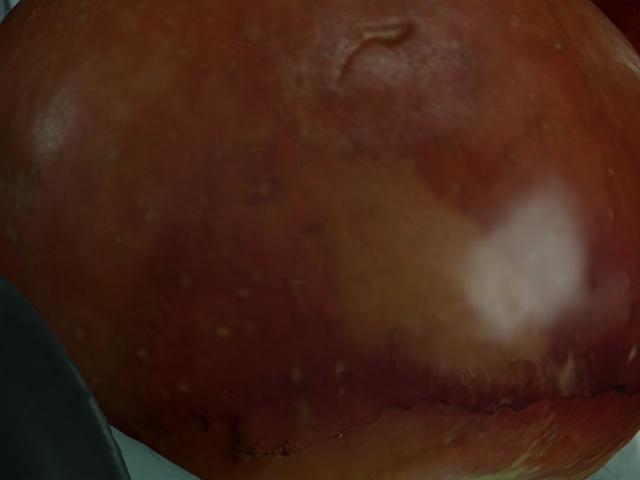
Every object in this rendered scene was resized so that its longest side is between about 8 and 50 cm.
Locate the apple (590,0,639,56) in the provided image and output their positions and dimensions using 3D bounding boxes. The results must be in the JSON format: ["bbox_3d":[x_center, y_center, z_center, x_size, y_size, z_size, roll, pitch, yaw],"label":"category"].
[{"bbox_3d":[0.171,-0.054,1.039,0.181,0.181,0.168,59,40,-46],"label":"apple"}]

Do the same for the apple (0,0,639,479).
[{"bbox_3d":[0.000,0.000,0.636,0.272,0.251,0.206,2,71,-37],"label":"apple"}]

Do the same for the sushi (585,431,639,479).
[{"bbox_3d":[0.108,0.104,0.911,0.348,0.207,0.234,45,63,-48],"label":"sushi"}]

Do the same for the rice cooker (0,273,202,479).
[{"bbox_3d":[-0.116,0.139,0.394,0.316,0.264,0.317,-7,90,-69],"label":"rice cooker"}]
